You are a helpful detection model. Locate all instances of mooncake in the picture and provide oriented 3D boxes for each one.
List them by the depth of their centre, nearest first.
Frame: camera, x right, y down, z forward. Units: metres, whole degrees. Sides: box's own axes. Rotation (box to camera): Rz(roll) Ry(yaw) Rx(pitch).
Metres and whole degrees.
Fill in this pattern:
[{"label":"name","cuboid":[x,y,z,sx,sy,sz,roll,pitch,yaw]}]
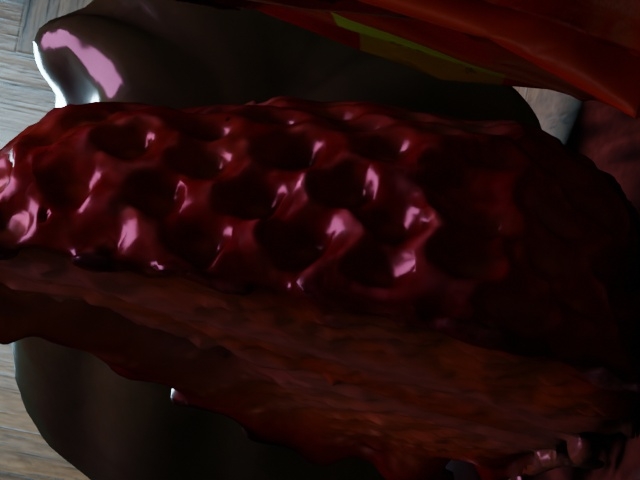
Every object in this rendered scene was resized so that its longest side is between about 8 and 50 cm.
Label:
[{"label":"mooncake","cuboid":[-0.027,-0.007,1.072,0.187,0.351,0.351,102,179,-49]}]

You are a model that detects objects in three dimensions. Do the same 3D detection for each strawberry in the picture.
[{"label":"strawberry","cuboid":[0.007,0.007,0.779,0.253,0.280,0.150,75,-153,-68]}]

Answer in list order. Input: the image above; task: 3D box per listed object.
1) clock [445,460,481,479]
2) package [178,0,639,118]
[{"label":"clock","cuboid":[0.043,0.209,1.237,0.322,0.113,0.295,-76,-2,-52]},{"label":"package","cuboid":[0.058,-0.131,0.787,0.423,0.196,0.123,-33,-40,-81]}]
